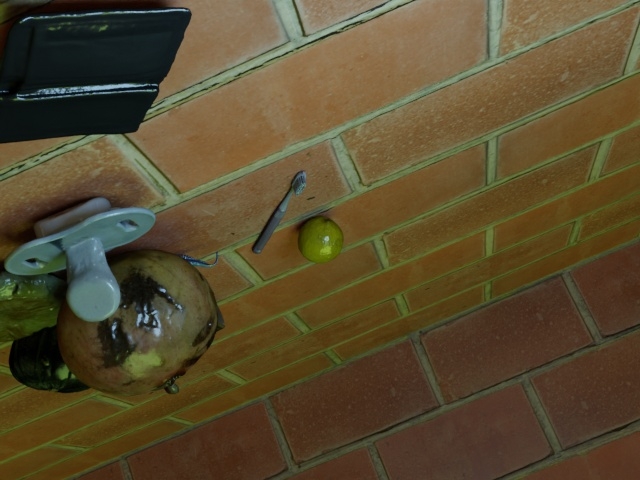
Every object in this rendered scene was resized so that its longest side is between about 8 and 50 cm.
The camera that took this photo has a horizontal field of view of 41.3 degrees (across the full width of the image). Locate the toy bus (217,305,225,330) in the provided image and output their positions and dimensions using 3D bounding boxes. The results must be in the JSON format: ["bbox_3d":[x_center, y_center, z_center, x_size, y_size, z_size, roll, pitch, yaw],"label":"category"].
[{"bbox_3d":[-0.317,0.191,2.176,0.103,0.091,0.182,-25,161,4],"label":"toy bus"}]

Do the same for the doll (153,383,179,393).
[{"bbox_3d":[-0.418,0.234,2.026,0.174,0.235,0.330,-42,161,-33],"label":"doll"}]

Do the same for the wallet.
[{"bbox_3d":[-0.334,-0.221,1.180,0.247,0.041,0.323,-9,160,-30],"label":"wallet"}]

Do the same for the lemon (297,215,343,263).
[{"bbox_3d":[0.000,0.000,1.992,0.109,0.109,0.133,-13,152,-24],"label":"lemon"}]

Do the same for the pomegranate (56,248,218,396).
[{"bbox_3d":[-0.365,0.166,1.713,0.322,0.322,0.322,-19,160,-7],"label":"pomegranate"}]

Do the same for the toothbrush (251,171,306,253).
[{"bbox_3d":[-0.093,-0.050,1.882,0.024,0.029,0.354,2,152,-22],"label":"toothbrush"}]

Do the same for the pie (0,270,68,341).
[{"bbox_3d":[-0.638,0.137,1.734,0.306,0.071,0.306,-16,159,-6],"label":"pie"}]

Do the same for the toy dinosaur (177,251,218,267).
[{"bbox_3d":[-0.317,0.071,1.884,0.197,0.080,0.045,-16,165,-3],"label":"toy dinosaur"}]

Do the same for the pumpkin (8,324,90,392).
[{"bbox_3d":[-0.592,0.265,1.935,0.220,0.162,0.220,7,159,2],"label":"pumpkin"}]

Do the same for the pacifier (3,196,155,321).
[{"bbox_3d":[-0.413,0.043,1.530,0.278,0.207,0.227,-22,164,1],"label":"pacifier"}]
